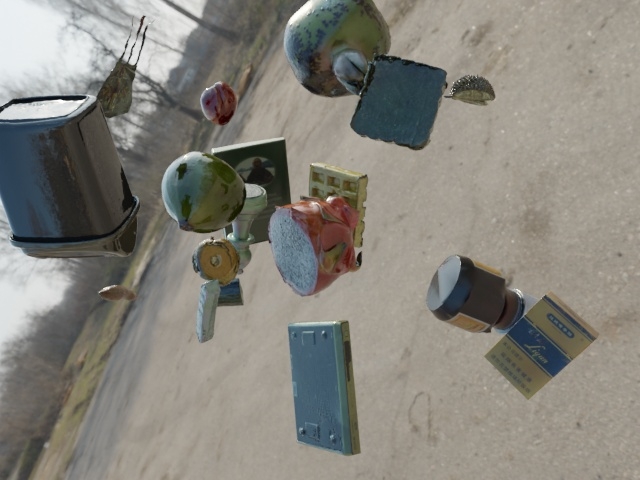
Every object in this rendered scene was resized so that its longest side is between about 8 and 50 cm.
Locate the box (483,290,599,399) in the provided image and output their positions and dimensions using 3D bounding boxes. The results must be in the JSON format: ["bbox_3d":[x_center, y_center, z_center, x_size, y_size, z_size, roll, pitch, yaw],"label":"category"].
[{"bbox_3d":[0.548,0.262,1.373,0.070,0.152,0.237,-11,-39,-54],"label":"box"}]

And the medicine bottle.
[{"bbox_3d":[0.578,0.222,1.882,0.242,0.395,0.242,-58,14,24],"label":"medicine bottle"}]

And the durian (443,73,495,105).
[{"bbox_3d":[0.405,-0.413,1.492,0.110,0.140,0.071,85,-174,-77],"label":"durian"}]

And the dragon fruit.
[{"bbox_3d":[0.000,0.000,1.655,0.305,0.226,0.305,33,134,43],"label":"dragon fruit"}]

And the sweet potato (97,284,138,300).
[{"bbox_3d":[-0.705,0.183,1.913,0.057,0.057,0.264,-64,-8,-1],"label":"sweet potato"}]

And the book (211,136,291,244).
[{"bbox_3d":[-0.230,-0.160,1.913,0.043,0.260,0.371,-133,35,-56],"label":"book"}]

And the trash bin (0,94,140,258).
[{"bbox_3d":[-0.449,-0.096,0.964,0.182,0.209,0.290,-83,-10,-57],"label":"trash bin"}]

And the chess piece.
[{"bbox_3d":[-0.231,-0.021,1.596,0.139,0.139,0.272,-107,21,-64],"label":"chess piece"}]

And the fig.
[{"bbox_3d":[-0.289,-0.097,1.301,0.203,0.203,0.225,-47,16,42],"label":"fig"}]

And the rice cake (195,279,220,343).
[{"bbox_3d":[-0.266,0.169,1.291,0.034,0.043,0.211,48,142,28],"label":"rice cake"}]

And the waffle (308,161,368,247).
[{"bbox_3d":[0.049,-0.116,1.777,0.221,0.055,0.248,20,117,39],"label":"waffle"}]

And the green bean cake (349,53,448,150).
[{"bbox_3d":[0.169,-0.291,1.179,0.094,0.173,0.181,1,-75,-76],"label":"green bean cake"}]

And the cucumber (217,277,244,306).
[{"bbox_3d":[-0.330,0.192,1.932,0.062,0.115,0.116,-91,-4,-54],"label":"cucumber"}]

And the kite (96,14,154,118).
[{"bbox_3d":[-0.433,-0.383,1.217,0.245,0.015,0.141,-61,-5,18],"label":"kite"}]

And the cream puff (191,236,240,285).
[{"bbox_3d":[-0.272,0.054,1.441,0.119,0.133,0.104,-44,16,-9],"label":"cream puff"}]

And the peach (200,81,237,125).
[{"bbox_3d":[-0.258,-0.350,1.409,0.101,0.101,0.101,-53,21,31],"label":"peach"}]

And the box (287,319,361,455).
[{"bbox_3d":[0.000,0.308,1.174,0.211,0.045,0.270,-11,81,53],"label":"box"}]

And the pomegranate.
[{"bbox_3d":[0.057,-0.474,1.397,0.285,0.285,0.341,-52,36,31],"label":"pomegranate"}]
